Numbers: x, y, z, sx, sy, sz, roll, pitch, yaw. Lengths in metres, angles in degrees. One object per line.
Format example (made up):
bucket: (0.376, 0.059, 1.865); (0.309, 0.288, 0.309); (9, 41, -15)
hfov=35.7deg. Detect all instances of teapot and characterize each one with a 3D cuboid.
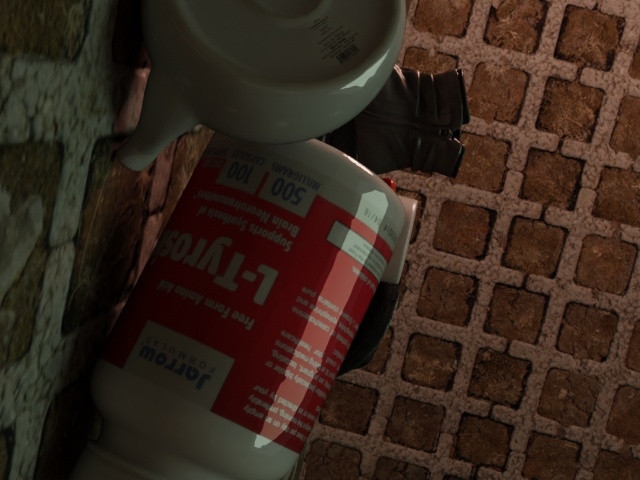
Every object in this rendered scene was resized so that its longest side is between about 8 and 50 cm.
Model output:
teapot: (-0.048, -0.190, 0.928); (0.187, 0.256, 0.252); (123, -29, -66)

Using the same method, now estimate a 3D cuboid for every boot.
boot: (0.125, -0.263, 1.593); (0.118, 0.223, 0.338); (-73, 158, -65)

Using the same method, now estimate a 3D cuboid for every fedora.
fedora: (0.040, 0.112, 1.794); (0.152, 0.334, 0.333); (37, 63, -48)

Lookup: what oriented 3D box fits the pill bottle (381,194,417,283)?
pill bottle: (-0.002, -0.029, 1.425); (0.153, 0.265, 0.153); (14, 90, -83)

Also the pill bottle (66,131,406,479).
pill bottle: (-0.091, 0.101, 1.021); (0.229, 0.229, 0.407); (77, 38, -75)

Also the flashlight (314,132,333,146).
flashlight: (-0.058, -0.041, 1.640); (0.103, 0.103, 0.303); (-23, 125, -85)

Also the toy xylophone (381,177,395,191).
toy xylophone: (0.000, 0.000, 1.722); (0.236, 0.081, 0.322); (1, -112, 51)
